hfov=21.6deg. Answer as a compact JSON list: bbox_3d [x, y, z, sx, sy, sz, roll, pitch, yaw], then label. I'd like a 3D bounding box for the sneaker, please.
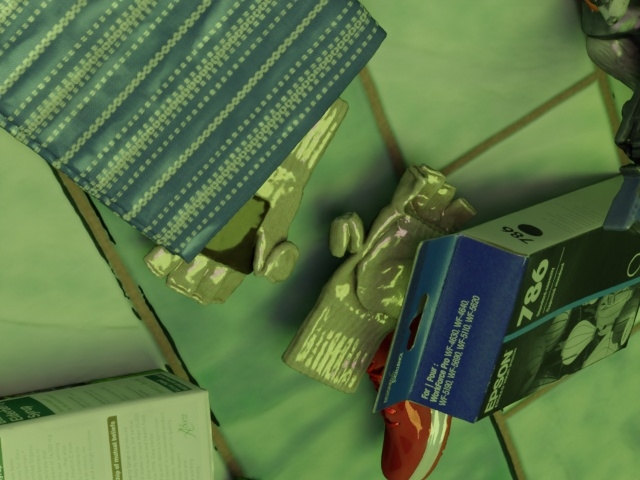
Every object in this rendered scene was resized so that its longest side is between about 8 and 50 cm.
[{"bbox_3d":[0.051,0.113,1.478,0.128,0.087,0.221,3,106,-24],"label":"sneaker"}]

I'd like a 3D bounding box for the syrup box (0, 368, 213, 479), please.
[{"bbox_3d":[-0.210,0.171,1.313,0.237,0.093,0.096,-7,99,-27],"label":"syrup box"}]

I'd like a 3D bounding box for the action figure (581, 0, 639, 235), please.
[{"bbox_3d":[0.286,-0.128,1.396,0.330,0.179,0.341,47,65,-37],"label":"action figure"}]

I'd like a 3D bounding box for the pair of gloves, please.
[{"bbox_3d":[0.000,0.000,1.344,0.240,0.042,0.204,36,97,-26],"label":"pair of gloves"}]

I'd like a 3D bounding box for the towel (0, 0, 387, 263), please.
[{"bbox_3d":[-0.131,-0.158,1.187,0.243,0.040,0.336,-48,127,1],"label":"towel"}]

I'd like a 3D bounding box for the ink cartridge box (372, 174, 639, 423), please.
[{"bbox_3d":[0.183,0.051,1.440,0.333,0.065,0.165,-17,129,-48],"label":"ink cartridge box"}]

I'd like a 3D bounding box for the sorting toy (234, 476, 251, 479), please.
[{"bbox_3d":[-0.059,0.241,1.495,0.042,0.061,0.102,-9,147,-28],"label":"sorting toy"}]
